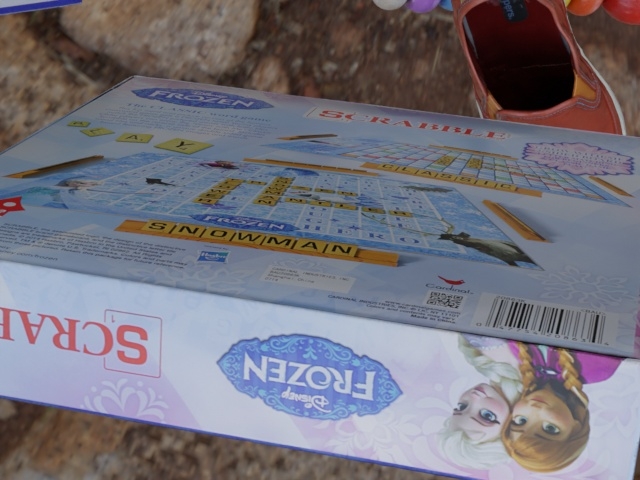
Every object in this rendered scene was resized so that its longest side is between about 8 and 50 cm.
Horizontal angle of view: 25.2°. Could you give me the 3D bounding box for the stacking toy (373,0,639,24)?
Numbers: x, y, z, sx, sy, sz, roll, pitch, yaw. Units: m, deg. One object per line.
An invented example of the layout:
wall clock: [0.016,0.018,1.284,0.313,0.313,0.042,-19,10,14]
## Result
stacking toy: [0.224,-0.293,1.532,0.330,0.141,0.141,8,123,-11]

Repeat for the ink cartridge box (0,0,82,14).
ink cartridge box: [-0.294,-0.389,1.267,0.069,0.175,0.371,9,108,32]

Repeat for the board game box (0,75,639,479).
board game box: [0.000,0.000,0.688,0.318,0.318,0.066,9,110,12]

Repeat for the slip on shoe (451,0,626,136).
slip on shoe: [0.187,-0.129,1.238,0.123,0.101,0.331,-11,135,18]
